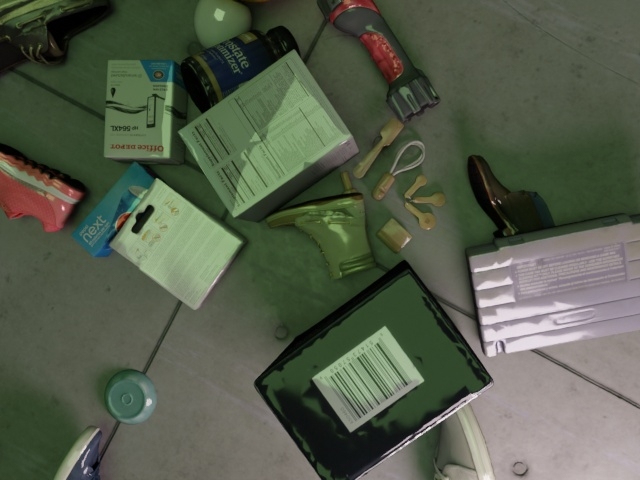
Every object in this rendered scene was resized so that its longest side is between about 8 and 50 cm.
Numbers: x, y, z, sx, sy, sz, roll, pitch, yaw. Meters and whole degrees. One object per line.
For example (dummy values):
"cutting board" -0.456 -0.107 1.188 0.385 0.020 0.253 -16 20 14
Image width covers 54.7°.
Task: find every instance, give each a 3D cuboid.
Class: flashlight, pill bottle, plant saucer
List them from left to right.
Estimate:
"plant saucer" -0.413 0.339 1.329 0.119 0.021 0.120 0 90 7
"pill bottle" -0.153 -0.340 1.222 0.219 0.123 0.123 -31 86 -20
"flashlight" 0.111 -0.378 1.231 0.103 0.103 0.304 -32 87 32

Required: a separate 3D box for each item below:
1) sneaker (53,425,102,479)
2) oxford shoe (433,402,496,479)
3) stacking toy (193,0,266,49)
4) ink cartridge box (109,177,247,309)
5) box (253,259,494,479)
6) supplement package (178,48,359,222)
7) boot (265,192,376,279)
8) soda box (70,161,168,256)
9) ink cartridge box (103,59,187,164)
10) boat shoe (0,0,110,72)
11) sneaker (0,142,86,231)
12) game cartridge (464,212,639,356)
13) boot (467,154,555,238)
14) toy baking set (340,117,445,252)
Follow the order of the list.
"sneaker" -0.486 0.563 1.293 0.148 0.131 0.350 18 98 0
"oxford shoe" 0.272 0.469 1.178 0.130 0.169 0.450 -14 93 8
"stacking toy" -0.130 -0.595 1.196 0.350 0.350 0.480 34 110 6
"ink cartridge box" -0.295 0.007 1.291 0.224 0.056 0.181 37 95 2
"box" 0.095 0.205 1.080 0.293 0.395 0.212 -37 87 6
"supplement package" -0.090 -0.190 1.202 0.262 0.199 0.198 -34 85 6
"boot" 0.000 0.000 1.252 0.213 0.077 0.165 -10 101 21
"soda box" -0.423 -0.064 1.309 0.071 0.067 0.210 43 95 5
"ink cartridge box" -0.364 -0.265 1.293 0.148 0.086 0.203 2 89 7
"boat shoe" -0.600 -0.442 1.301 0.355 0.132 0.130 -36 85 7
"sneaker" -0.665 -0.120 1.316 0.313 0.116 0.136 26 94 6
"game cartridge" 0.467 0.081 1.173 0.354 0.068 0.230 -11 103 7
"boot" 0.373 -0.084 1.215 0.106 0.082 0.219 -26 96 -4
"toy baking set" 0.140 -0.107 1.262 0.196 0.030 0.256 -22 93 1
